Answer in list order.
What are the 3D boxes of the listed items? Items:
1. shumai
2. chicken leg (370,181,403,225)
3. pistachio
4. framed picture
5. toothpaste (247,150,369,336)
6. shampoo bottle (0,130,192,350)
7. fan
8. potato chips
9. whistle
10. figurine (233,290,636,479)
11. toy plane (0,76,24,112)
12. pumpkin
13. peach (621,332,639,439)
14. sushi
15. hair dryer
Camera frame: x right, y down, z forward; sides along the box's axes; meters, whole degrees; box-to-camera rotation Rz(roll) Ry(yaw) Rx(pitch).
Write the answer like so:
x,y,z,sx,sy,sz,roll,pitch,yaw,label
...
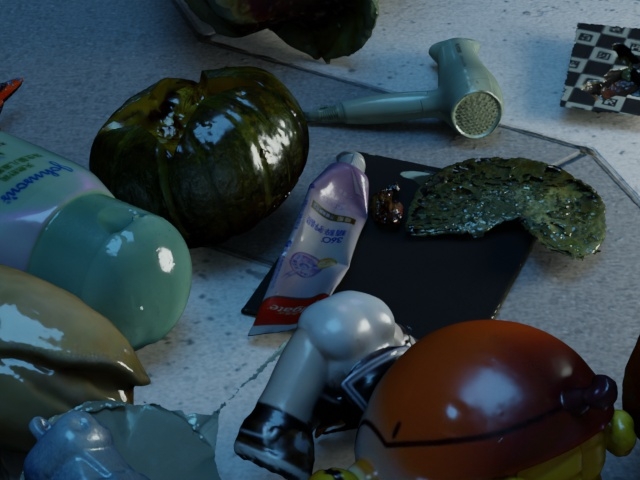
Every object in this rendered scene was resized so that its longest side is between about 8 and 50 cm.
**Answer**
x,y,z,sx,sy,sz,roll,pitch,yaw,label
-0.071,-0.403,2.347,0.395,0.395,0.348,7,46,10,shumai
0.071,-0.039,2.059,0.036,0.021,0.083,-11,30,3,chicken leg
-0.298,0.105,1.752,0.293,0.162,0.181,15,-6,18,pistachio
0.091,0.010,2.016,0.244,0.013,0.324,13,36,18,framed picture
0.000,0.000,1.985,0.075,0.048,0.301,10,38,9,toothpaste
-0.283,0.002,1.909,0.349,0.151,0.222,23,35,29,shampoo bottle
-0.122,0.178,1.684,0.182,0.010,0.310,46,57,7,fan
0.207,-0.034,2.045,0.220,0.029,0.202,23,38,33,potato chips
-0.155,0.244,1.560,0.269,0.093,0.180,45,19,18,whistle
0.113,0.156,1.642,0.323,0.196,0.320,17,29,37,figurine
-0.397,-0.133,2.188,0.130,0.061,0.189,17,34,25,toy plane
-0.126,-0.085,2.025,0.238,0.159,0.238,-22,29,13,pumpkin
0.439,0.094,1.642,0.372,0.290,0.373,2,37,-1,peach
0.365,-0.195,2.295,0.139,0.031,0.201,8,39,11,sushi
0.089,-0.174,2.257,0.237,0.075,0.206,-11,28,-1,hair dryer
